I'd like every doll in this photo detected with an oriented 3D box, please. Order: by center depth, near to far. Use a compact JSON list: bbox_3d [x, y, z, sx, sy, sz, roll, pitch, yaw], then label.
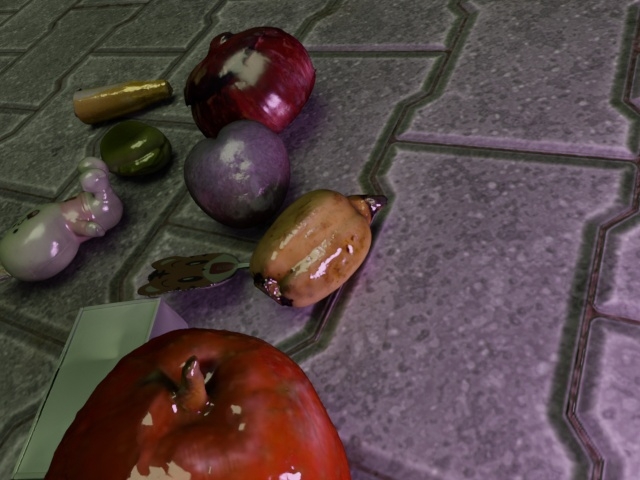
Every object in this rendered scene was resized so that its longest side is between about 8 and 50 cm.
[{"bbox_3d":[-0.446,-0.015,0.873,0.275,0.113,0.155,-48,43,-10],"label":"doll"}]

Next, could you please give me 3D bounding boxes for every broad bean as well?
[{"bbox_3d":[-0.363,-0.176,0.993,0.174,0.082,0.124,14,58,41],"label":"broad bean"}]

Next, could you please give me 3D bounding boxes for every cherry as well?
[{"bbox_3d":[-0.123,-0.103,0.801,0.176,0.140,0.176,-2,76,10],"label":"cherry"}]

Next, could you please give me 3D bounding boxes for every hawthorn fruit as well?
[{"bbox_3d":[-0.103,0.213,0.450,0.275,0.300,0.275,1,34,-1],"label":"hawthorn fruit"}]

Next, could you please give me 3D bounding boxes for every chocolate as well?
[{"bbox_3d":[-0.436,-0.315,1.135,0.219,0.086,0.086,-8,50,9],"label":"chocolate"}]

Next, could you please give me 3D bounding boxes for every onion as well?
[{"bbox_3d":[-0.131,-0.279,0.911,0.246,0.190,0.246,-24,34,17],"label":"onion"}]

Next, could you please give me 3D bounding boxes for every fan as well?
[{"bbox_3d":[-0.143,0.040,0.739,0.226,0.008,0.152,-6,18,-3],"label":"fan"}]

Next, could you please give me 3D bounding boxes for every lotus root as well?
[{"bbox_3d":[0.000,0.000,0.684,0.221,0.125,0.118,-44,11,-23],"label":"lotus root"}]

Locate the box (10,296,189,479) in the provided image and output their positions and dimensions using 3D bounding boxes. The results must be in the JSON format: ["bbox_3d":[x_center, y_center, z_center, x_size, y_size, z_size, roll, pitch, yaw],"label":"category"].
[{"bbox_3d":[-0.265,0.193,0.645,0.129,0.086,0.225,-8,50,15],"label":"box"}]
